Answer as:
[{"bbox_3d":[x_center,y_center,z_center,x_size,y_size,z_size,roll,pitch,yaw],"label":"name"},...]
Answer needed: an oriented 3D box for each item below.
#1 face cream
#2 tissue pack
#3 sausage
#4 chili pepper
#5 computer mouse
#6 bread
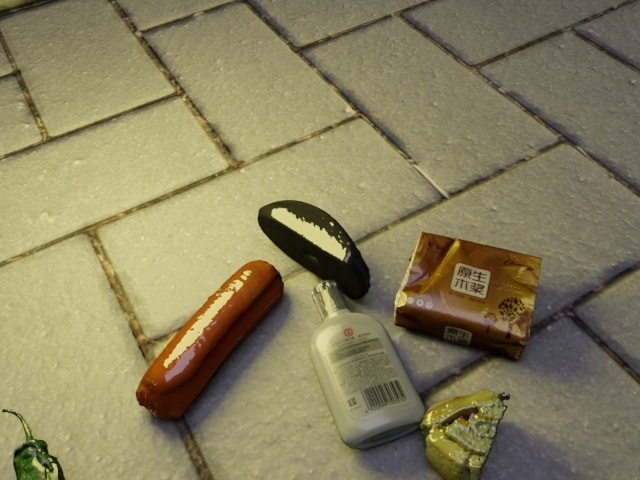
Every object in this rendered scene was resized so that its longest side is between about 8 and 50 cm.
[{"bbox_3d":[0.054,0.191,1.020,0.143,0.071,0.291,-16,52,-14],"label":"face cream"},{"bbox_3d":[0.255,0.092,1.081,0.226,0.092,0.183,15,52,13],"label":"tissue pack"},{"bbox_3d":[-0.181,0.155,1.052,0.102,0.102,0.330,26,56,23],"label":"sausage"},{"bbox_3d":[-0.425,0.382,0.892,0.122,0.065,0.279,-1,54,-2],"label":"chili pepper"},{"bbox_3d":[0.000,0.000,1.142,0.269,0.138,0.086,33,67,29],"label":"computer mouse"},{"bbox_3d":[0.209,0.282,0.922,0.110,0.103,0.156,17,46,26],"label":"bread"}]
